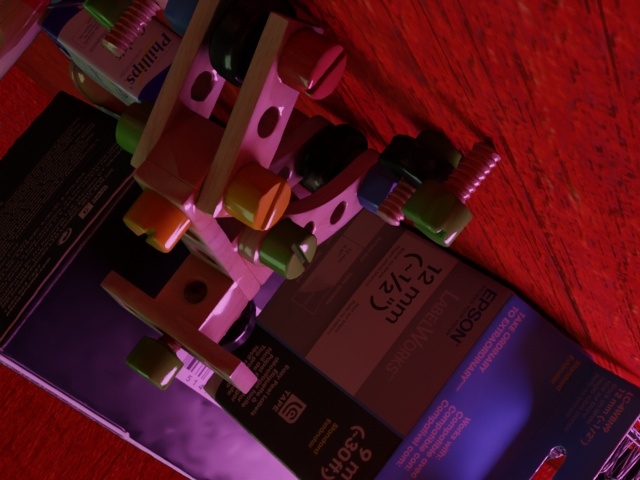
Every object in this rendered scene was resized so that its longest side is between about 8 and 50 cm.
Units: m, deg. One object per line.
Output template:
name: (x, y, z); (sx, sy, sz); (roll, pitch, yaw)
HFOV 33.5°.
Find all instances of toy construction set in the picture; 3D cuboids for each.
toy construction set: (-0.095, -0.040, 0.694); (0.309, 0.237, 0.257); (39, 175, -2)

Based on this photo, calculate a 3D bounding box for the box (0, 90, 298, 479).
box: (-0.194, 0.082, 1.399); (0.480, 0.297, 0.472); (40, 173, -29)

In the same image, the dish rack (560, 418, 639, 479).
dish rack: (0.317, 0.231, 1.194); (0.271, 0.074, 0.208); (41, 173, -34)

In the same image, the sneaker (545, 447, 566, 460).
sneaker: (0.336, 0.283, 1.510); (0.072, 0.077, 0.178); (37, 174, -7)

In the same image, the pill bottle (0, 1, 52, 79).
pill bottle: (-0.408, -0.285, 0.997); (0.323, 0.181, 0.181); (40, 175, -18)

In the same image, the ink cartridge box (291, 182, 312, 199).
ink cartridge box: (0.000, 0.000, 1.377); (0.261, 0.066, 0.296); (37, 175, 18)

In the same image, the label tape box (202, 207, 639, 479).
label tape box: (0.083, 0.139, 0.984); (0.348, 0.249, 0.115); (33, 173, 46)

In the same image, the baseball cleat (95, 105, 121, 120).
baseball cleat: (-0.282, -0.190, 1.610); (0.109, 0.072, 0.206); (29, 176, 21)

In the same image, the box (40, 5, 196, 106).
box: (-0.181, -0.175, 1.028); (0.137, 0.072, 0.126); (37, 175, 6)

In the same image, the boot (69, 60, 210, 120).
boot: (-0.207, -0.167, 1.325); (0.197, 0.073, 0.152); (33, 177, -42)

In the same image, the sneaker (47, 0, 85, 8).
sneaker: (-0.231, -0.215, 0.697); (0.121, 0.108, 0.302); (16, -171, 18)
